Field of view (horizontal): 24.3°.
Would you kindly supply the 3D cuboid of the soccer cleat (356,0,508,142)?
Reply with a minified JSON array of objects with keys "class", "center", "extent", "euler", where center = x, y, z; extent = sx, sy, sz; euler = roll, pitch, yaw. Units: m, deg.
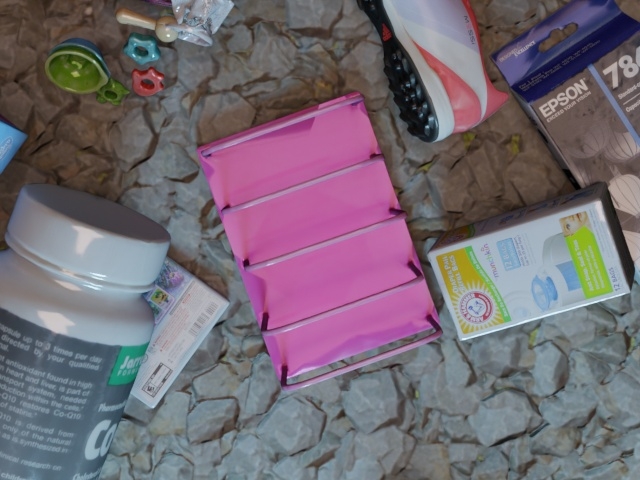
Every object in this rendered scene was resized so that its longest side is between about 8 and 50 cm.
[{"class":"soccer cleat","center":[0.111,-0.274,1.691],"extent":[0.116,0.109,0.318],"euler":[-21,92,-20]}]

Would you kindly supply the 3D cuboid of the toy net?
[{"class":"toy net","center":[-0.187,-0.206,1.638],"extent":[0.232,0.045,0.122],"euler":[-17,133,29]}]

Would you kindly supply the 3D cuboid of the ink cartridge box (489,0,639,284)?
[{"class":"ink cartridge box","center":[0.353,-0.122,1.715],"extent":[0.165,0.065,0.332],"euler":[-35,93,2]}]

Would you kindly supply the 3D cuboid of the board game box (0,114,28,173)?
[{"class":"board game box","center":[-0.506,-0.110,1.633],"extent":[0.316,0.064,0.242],"euler":[37,92,24]}]

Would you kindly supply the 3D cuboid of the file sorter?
[{"class":"file sorter","center":[0.000,0.000,1.655],"extent":[0.202,0.182,0.290],"euler":[-19,94,0]}]

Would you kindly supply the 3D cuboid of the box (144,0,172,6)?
[{"class":"box","center":[-0.255,-0.342,1.656],"extent":[0.257,0.128,0.122],"euler":[11,94,-1]}]

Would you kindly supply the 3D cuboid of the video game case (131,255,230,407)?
[{"class":"video game case","center":[-0.208,0.093,1.740],"extent":[0.143,0.019,0.157],"euler":[36,93,-3]}]

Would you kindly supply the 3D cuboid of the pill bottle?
[{"class":"pill bottle","center":[-0.304,0.133,1.631],"extent":[0.204,0.204,0.361],"euler":[21,100,-2]}]

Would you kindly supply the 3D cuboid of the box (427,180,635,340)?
[{"class":"box","center":[0.238,0.024,1.671],"extent":[0.203,0.103,0.114],"euler":[-17,98,18]}]
